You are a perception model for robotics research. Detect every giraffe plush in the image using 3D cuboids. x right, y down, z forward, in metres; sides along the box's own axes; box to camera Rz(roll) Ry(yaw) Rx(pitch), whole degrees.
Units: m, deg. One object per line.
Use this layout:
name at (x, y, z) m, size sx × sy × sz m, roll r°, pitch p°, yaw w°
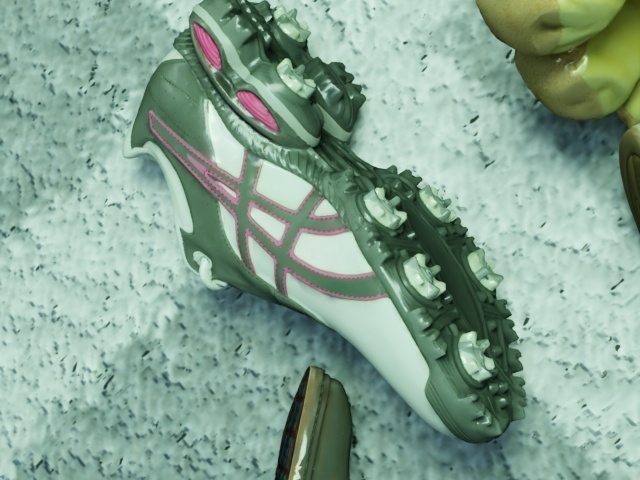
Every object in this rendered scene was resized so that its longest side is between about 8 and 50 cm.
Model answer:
giraffe plush at (0.171, -0.172, 0.481) m, size 0.210 × 0.181 × 0.170 m, roll -24°, pitch 56°, yaw 23°

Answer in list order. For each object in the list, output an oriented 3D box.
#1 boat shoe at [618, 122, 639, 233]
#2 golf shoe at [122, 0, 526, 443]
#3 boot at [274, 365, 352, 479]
boat shoe at (0.238, 0.054, 0.462) m, size 0.089 × 0.104 × 0.285 m, roll -34°, pitch 81°, yaw 3°
golf shoe at (0.000, 0.000, 0.545) m, size 0.120 × 0.105 × 0.273 m, roll -44°, pitch 68°, yaw 24°
boot at (0.025, 0.177, 0.533) m, size 0.106 × 0.082 × 0.219 m, roll 5°, pitch 81°, yaw -5°
